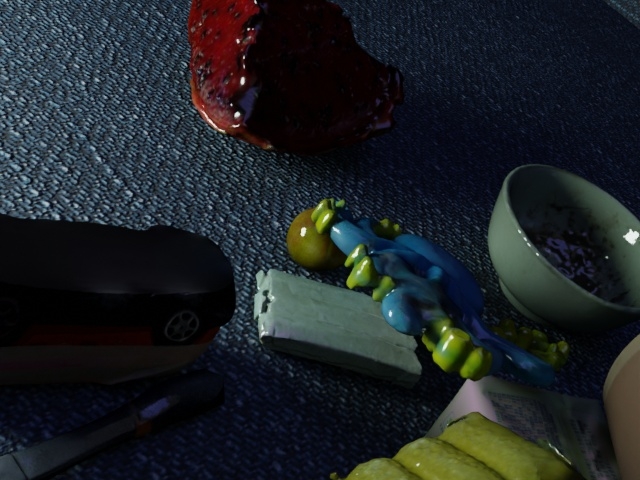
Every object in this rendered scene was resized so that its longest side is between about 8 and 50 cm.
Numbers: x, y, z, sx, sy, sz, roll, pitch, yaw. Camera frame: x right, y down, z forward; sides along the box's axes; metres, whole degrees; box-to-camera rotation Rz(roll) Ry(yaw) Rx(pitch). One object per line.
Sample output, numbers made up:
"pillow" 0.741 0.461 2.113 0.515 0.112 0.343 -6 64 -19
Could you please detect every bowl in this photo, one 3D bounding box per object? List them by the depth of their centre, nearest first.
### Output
"bowl" 0.358 0.035 1.321 0.289 0.146 0.289 19 40 -17

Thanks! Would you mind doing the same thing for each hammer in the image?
"hammer" -0.200 0.187 0.844 0.290 0.037 0.137 -17 57 -45

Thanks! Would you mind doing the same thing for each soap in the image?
"soap" 0.226 0.271 0.960 0.182 0.138 0.199 16 39 -21

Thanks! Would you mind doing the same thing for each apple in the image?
"apple" 0.000 0.000 1.170 0.090 0.074 0.089 20 39 -17

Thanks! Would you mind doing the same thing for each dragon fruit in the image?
"dragon fruit" -0.052 -0.215 1.339 0.329 0.228 0.286 22 68 -43

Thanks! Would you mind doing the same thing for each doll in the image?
"doll" 0.126 0.073 1.051 0.346 0.098 0.341 36 16 13

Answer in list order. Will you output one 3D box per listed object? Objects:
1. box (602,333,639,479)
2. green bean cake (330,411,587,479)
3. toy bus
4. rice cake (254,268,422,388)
"box" 0.438 0.215 0.843 0.301 0.301 0.216 18 47 -17
"green bean cake" 0.076 0.315 0.747 0.310 0.285 0.202 -15 16 -17
"toy bus" -0.241 0.061 0.869 0.303 0.147 0.127 5 43 -33
"rice cake" 0.018 0.106 1.090 0.211 0.038 0.124 15 40 -20
